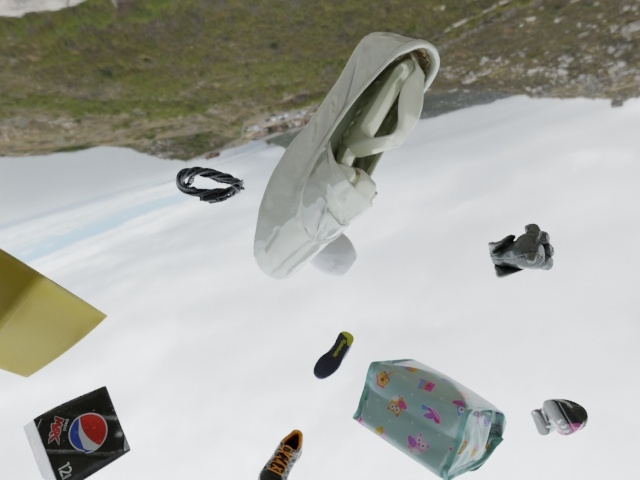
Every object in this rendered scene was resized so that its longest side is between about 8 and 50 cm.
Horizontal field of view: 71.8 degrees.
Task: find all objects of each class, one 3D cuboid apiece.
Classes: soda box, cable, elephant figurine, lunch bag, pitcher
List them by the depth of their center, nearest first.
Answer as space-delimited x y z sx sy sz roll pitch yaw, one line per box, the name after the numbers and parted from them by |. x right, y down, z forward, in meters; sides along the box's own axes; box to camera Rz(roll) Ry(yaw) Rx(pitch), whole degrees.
-0.223 0.175 0.394 0.053 0.060 0.169 -20 172 -41 | soda box
0.231 0.345 0.890 0.223 0.160 0.262 19 180 40 | lunch bag
-0.290 -0.154 1.177 0.185 0.047 0.150 -6 152 26 | cable
0.000 0.000 1.249 0.125 0.207 0.178 -50 -174 17 | pitcher
0.642 0.052 1.496 0.239 0.186 0.169 -19 -129 47 | elephant figurine

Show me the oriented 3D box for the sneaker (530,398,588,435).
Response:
0.503 0.354 0.911 0.077 0.072 0.178 -17 158 -6 | sneaker

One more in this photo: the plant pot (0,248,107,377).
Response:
-0.629 0.154 0.916 0.212 0.212 0.187 22 -114 25 | plant pot

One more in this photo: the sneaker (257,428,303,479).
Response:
-0.107 0.607 1.216 0.084 0.083 0.215 21 -155 11 | sneaker

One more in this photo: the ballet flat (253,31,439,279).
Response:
0.042 -0.120 0.602 0.400 0.139 0.139 -62 -155 -9 | ballet flat

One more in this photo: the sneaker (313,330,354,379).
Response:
0.035 0.297 1.115 0.053 0.059 0.144 35 -125 18 | sneaker
